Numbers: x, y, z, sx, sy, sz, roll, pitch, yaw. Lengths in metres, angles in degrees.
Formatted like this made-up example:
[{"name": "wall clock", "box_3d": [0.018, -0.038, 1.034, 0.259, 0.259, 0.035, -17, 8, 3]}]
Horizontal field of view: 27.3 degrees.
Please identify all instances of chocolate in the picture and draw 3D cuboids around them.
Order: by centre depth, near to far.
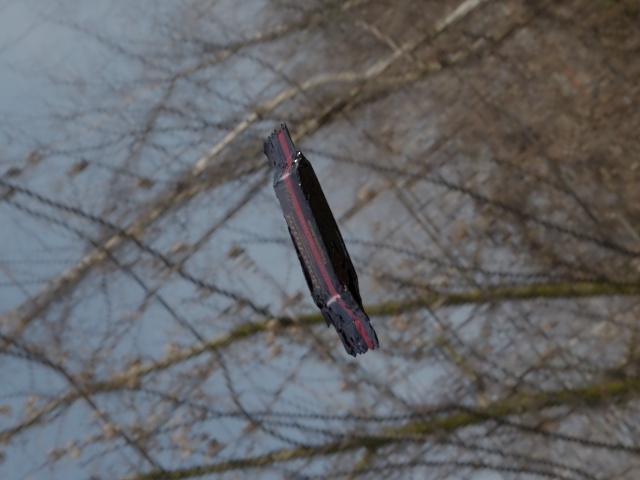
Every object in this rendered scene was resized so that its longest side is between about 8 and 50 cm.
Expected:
[{"name": "chocolate", "box_3d": [0.000, 0.000, 0.985, 0.086, 0.028, 0.182, 138, 112, -72]}]
